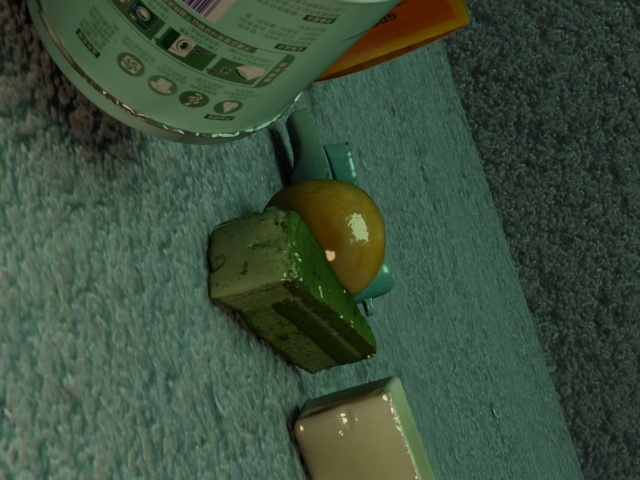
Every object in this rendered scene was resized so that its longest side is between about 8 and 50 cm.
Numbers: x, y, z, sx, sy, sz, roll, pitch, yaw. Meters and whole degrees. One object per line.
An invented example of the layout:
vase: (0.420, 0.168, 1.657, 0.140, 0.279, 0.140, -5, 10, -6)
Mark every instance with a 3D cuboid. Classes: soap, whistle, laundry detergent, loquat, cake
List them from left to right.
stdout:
laundry detergent: (-0.087, -0.250, 1.167, 0.287, 0.305, 0.287, 15, 60, -28)
cake: (-0.024, 0.083, 1.436, 0.099, 0.100, 0.235, -86, 152, -49)
loquat: (0.000, 0.000, 1.526, 0.163, 0.137, 0.163, -177, -90, -68)
whistle: (0.016, -0.033, 1.718, 0.186, 0.093, 0.274, 126, -56, -78)
soap: (0.053, 0.250, 1.462, 0.064, 0.121, 0.183, -34, 106, -72)

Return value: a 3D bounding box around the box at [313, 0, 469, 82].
box: (0.059, -0.405, 1.959, 0.283, 0.259, 0.214, -85, 153, -54)
